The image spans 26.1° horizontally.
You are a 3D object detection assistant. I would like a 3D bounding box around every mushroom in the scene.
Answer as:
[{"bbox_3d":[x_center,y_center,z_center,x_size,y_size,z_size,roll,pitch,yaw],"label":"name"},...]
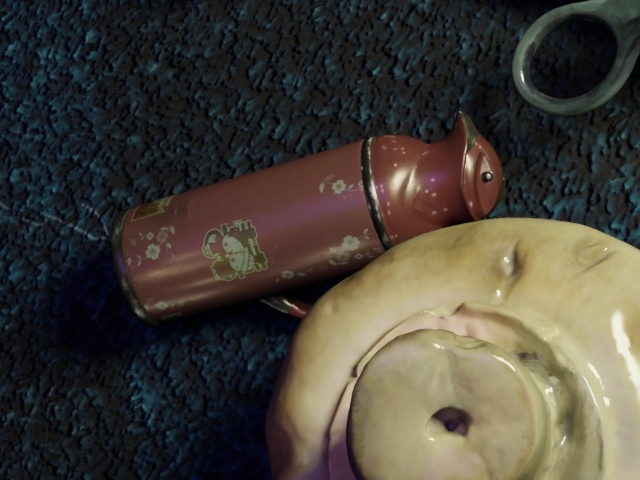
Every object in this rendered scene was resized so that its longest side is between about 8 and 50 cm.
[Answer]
[{"bbox_3d":[0.124,0.164,0.986,0.353,0.353,0.325,-3,106,20],"label":"mushroom"}]

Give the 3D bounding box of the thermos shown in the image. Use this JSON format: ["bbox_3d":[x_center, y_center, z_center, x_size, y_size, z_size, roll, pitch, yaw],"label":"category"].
[{"bbox_3d":[-0.003,-0.004,1.161,0.330,0.109,0.136,-16,73,17],"label":"thermos"}]

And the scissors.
[{"bbox_3d":[0.325,-0.197,1.008,0.383,0.029,0.256,14,100,34],"label":"scissors"}]
